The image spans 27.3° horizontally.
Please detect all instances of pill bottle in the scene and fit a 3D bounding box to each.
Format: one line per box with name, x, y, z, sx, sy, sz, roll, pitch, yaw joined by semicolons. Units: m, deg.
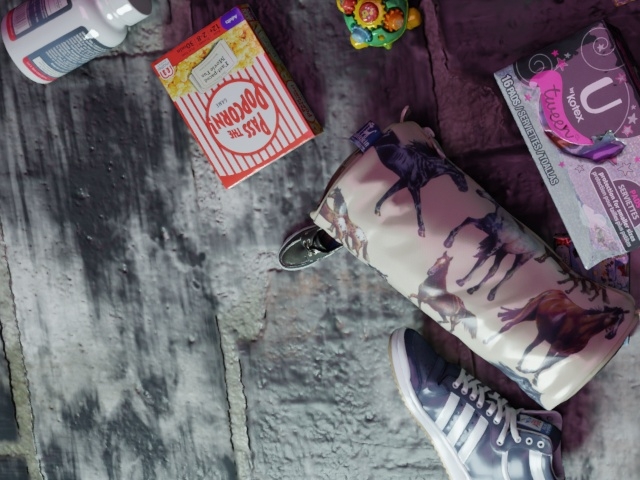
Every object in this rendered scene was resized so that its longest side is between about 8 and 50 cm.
pill bottle;-0.314;-0.288;1.718;0.180;0.108;0.108;-24;95;21

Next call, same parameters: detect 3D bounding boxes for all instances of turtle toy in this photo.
turtle toy;0.061;-0.296;1.620;0.095;0.066;0.130;-20;96;20

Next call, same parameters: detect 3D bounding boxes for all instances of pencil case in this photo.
pencil case;0.191;0.023;1.584;0.410;0.160;0.183;40;100;12

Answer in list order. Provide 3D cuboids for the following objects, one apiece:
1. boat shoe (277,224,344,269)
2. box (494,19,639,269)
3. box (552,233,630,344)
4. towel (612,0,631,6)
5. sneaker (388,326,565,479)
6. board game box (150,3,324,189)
boat shoe;0.000;0.000;1.722;0.142;0.040;0.049;-28;93;21
box;0.325;-0.112;1.517;0.142;0.163;0.247;-26;87;19
box;0.337;0.060;1.638;0.094;0.027;0.137;2;103;16
towel;0.365;-0.322;1.549;0.060;0.009;0.083;-11;99;20
sneaker;0.208;0.214;1.674;0.153;0.099;0.282;-24;101;26
board game box;-0.108;-0.185;1.710;0.147;0.045;0.193;-31;92;21
